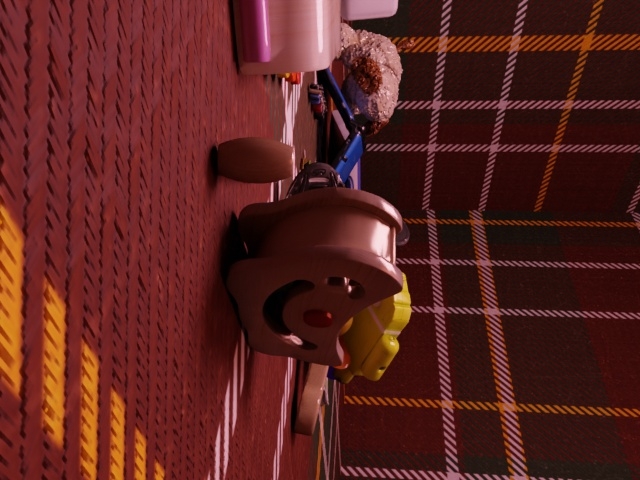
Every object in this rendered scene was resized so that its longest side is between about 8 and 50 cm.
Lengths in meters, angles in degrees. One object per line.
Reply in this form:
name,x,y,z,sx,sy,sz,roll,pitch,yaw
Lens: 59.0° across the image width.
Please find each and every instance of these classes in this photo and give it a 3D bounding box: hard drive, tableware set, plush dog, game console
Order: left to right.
tableware set,-0.023,-0.079,0.984,0.154,0.024,0.104,-83,172,-51
game console,0.016,-0.250,1.357,0.250,0.173,0.293,-58,176,4
hard drive,0.077,-0.196,1.681,0.210,0.040,0.319,-108,-169,-49
plush dog,0.131,-0.384,1.366,0.262,0.210,0.226,63,23,-54

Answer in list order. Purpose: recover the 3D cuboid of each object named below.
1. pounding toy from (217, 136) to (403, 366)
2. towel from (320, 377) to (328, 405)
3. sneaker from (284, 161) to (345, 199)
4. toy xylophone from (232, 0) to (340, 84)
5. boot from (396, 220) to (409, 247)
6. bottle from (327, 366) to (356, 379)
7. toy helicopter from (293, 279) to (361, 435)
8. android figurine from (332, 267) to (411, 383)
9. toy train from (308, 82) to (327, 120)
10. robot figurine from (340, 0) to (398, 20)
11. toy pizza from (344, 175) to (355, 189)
pounding toy,0.000,0.000,0.550,0.270,0.154,0.155,85,9,-54
towel,0.012,0.336,1.462,0.113,0.023,0.152,86,7,-51
sneaker,-0.014,0.012,0.813,0.108,0.100,0.272,-106,-165,-57
toy xylophone,-0.023,-0.293,0.622,0.323,0.081,0.236,-71,161,-73
boot,0.109,0.031,1.383,0.091,0.262,0.229,-37,133,-34
bottle,0.060,0.209,1.440,0.092,0.118,0.283,50,32,-38
toy helicopter,0.007,0.173,1.030,0.235,0.140,0.355,101,4,-67
android figurine,0.085,0.149,1.122,0.273,0.056,0.248,-60,-144,29
toy train,-0.006,-0.274,1.131,0.158,0.027,0.036,53,49,-82
robot figurine,0.079,-0.593,1.022,0.300,0.199,0.354,-115,-162,-52
toy pizza,0.064,-0.074,1.521,0.201,0.032,0.201,-169,-90,-76
